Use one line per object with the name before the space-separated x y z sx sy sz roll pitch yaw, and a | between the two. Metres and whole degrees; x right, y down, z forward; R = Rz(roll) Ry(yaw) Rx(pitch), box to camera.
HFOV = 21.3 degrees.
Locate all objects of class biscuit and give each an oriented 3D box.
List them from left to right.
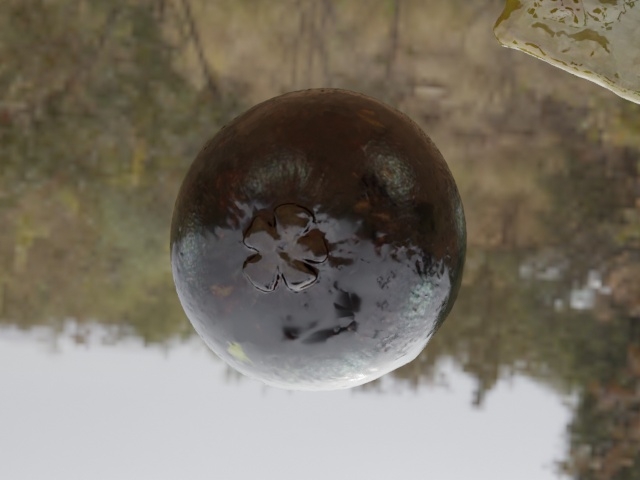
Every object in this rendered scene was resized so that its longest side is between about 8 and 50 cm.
biscuit | 0.236 -0.186 1.260 0.183 0.174 0.039 21 -150 7

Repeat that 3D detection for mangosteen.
mangosteen | 0.000 0.000 1.547 0.288 0.288 0.288 4 179 0
